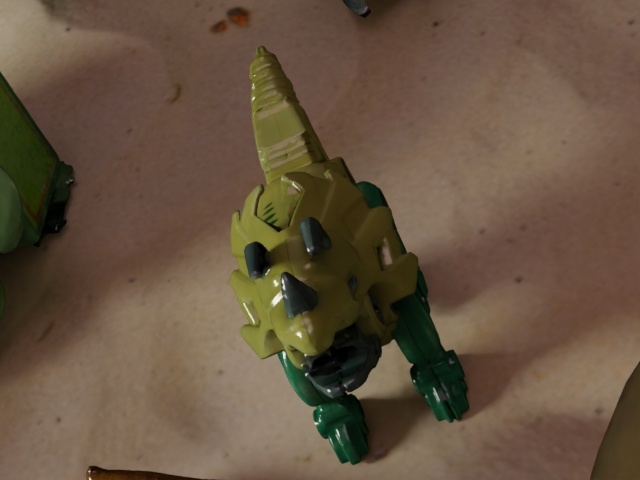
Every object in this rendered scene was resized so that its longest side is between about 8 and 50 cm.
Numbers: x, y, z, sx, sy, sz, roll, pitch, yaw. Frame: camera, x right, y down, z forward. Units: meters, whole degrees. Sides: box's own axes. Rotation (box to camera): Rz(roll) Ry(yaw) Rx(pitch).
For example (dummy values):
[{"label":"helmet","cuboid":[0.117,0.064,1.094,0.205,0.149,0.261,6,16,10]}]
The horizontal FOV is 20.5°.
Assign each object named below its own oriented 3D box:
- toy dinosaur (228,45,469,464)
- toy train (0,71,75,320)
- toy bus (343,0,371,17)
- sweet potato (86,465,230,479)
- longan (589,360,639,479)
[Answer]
[{"label":"toy dinosaur","cuboid":[0.000,0.000,0.898,0.094,0.153,0.259,-22,39,8]},{"label":"toy train","cuboid":[-0.291,-0.016,1.047,0.272,0.159,0.188,-10,45,21]},{"label":"toy bus","cuboid":[0.089,-0.302,1.048,0.312,0.190,0.152,-33,46,0]},{"label":"sweet potato","cuboid":[-0.039,0.138,0.873,0.179,0.044,0.044,13,62,26]},{"label":"longan","cuboid":[0.217,0.157,0.565,0.288,0.288,0.350,-14,59,17]}]
